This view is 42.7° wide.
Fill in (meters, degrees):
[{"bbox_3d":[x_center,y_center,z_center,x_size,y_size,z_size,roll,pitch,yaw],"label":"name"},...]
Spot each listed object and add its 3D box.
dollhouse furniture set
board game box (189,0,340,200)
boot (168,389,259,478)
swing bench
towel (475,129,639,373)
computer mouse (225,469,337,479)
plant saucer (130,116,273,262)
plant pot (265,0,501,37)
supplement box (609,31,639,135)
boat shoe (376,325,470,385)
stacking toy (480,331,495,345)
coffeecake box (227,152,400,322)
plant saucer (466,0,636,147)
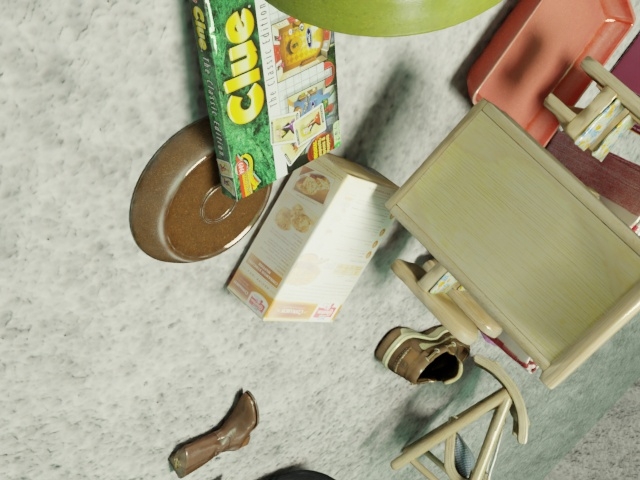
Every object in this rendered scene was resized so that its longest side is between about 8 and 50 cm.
[{"bbox_3d":[0.285,-0.002,0.985,0.362,0.256,0.394,-48,160,18],"label":"dollhouse furniture set"},{"bbox_3d":[-0.045,-0.170,0.716,0.136,0.030,0.259,-30,135,-27],"label":"board game box"},{"bbox_3d":[-0.137,0.250,1.049,0.114,0.037,0.106,-15,131,-37],"label":"boot"},{"bbox_3d":[0.275,0.348,1.479,0.254,0.165,0.253,-51,165,0],"label":"swing bench"},{"bbox_3d":[0.335,0.006,1.216,0.037,0.237,0.329,31,98,-35],"label":"towel"},{"bbox_3d":[-0.081,0.405,1.250,0.272,0.072,0.188,-1,126,-36],"label":"computer mouse"},{"bbox_3d":[-0.105,-0.042,0.798,0.168,0.029,0.168,-31,142,-28],"label":"plant saucer"},{"bbox_3d":[0.042,-0.314,0.448,0.366,0.366,0.353,-40,158,-17],"label":"plant pot"},{"bbox_3d":[0.547,-0.250,1.354,0.104,0.081,0.188,-53,148,3],"label":"supplement box"},{"bbox_3d":[0.191,0.202,1.349,0.257,0.095,0.095,5,118,-53],"label":"boat shoe"},{"bbox_3d":[0.338,0.130,1.443,0.302,0.166,0.175,5,129,-37],"label":"stacking toy"},{"bbox_3d":[0.000,0.000,0.933,0.142,0.068,0.185,10,114,-57],"label":"coffeecake box"},{"bbox_3d":[0.299,-0.250,1.077,0.258,0.048,0.259,-54,147,5],"label":"plant saucer"}]
